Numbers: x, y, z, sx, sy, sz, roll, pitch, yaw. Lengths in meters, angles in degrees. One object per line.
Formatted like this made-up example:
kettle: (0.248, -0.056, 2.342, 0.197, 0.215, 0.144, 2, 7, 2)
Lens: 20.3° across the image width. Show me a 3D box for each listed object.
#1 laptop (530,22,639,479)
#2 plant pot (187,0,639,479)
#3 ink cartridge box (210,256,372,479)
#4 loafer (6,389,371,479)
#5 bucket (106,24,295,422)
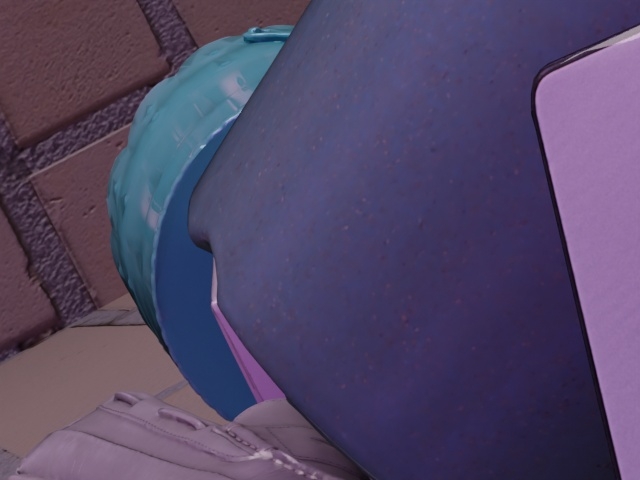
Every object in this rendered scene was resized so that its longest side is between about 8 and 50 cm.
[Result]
laptop: (0.193, 0.043, 0.319, 0.382, 0.408, 0.236, -23, -26, 28)
plant pot: (0.141, -0.066, 0.706, 0.334, 0.341, 0.341, -51, -1, 20)
ink cartridge box: (0.078, 0.040, 0.969, 0.232, 0.168, 0.171, -27, 8, 2)
loafer: (-0.024, 0.119, 0.799, 0.319, 0.112, 0.111, 6, 50, 46)
bucket: (0.000, 0.000, 1.177, 0.281, 0.281, 0.183, -27, 16, -5)
